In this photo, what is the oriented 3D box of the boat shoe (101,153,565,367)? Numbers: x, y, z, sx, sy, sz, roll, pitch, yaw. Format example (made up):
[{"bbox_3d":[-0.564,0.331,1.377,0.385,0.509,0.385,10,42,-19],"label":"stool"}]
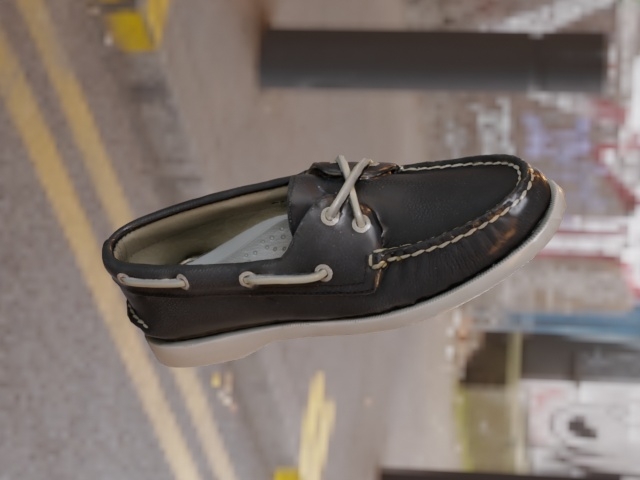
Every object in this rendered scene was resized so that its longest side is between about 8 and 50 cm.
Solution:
[{"bbox_3d":[0.000,0.000,1.225,0.091,0.302,0.114,57,26,-28],"label":"boat shoe"}]
